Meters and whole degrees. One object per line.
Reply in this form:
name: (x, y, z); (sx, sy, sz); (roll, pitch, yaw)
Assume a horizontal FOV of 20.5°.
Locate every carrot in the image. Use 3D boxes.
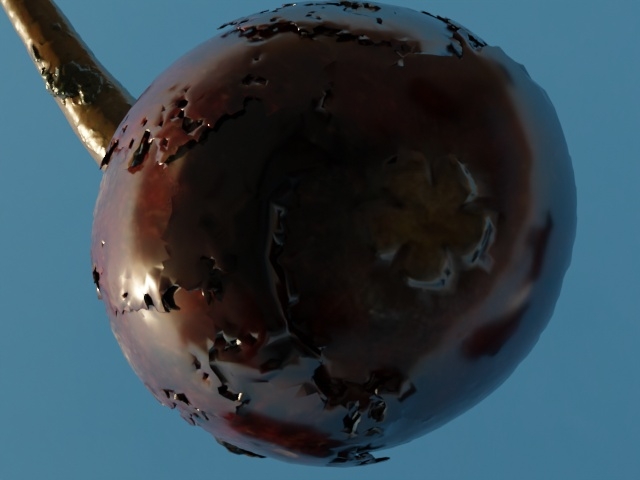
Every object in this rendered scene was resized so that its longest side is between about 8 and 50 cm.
carrot: (-0.130, -0.088, 0.965); (0.049, 0.049, 0.254); (-35, -105, -10)

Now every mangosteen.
mangosteen: (0.000, 0.000, 0.619); (0.166, 0.180, 0.166); (2, -99, -12)
